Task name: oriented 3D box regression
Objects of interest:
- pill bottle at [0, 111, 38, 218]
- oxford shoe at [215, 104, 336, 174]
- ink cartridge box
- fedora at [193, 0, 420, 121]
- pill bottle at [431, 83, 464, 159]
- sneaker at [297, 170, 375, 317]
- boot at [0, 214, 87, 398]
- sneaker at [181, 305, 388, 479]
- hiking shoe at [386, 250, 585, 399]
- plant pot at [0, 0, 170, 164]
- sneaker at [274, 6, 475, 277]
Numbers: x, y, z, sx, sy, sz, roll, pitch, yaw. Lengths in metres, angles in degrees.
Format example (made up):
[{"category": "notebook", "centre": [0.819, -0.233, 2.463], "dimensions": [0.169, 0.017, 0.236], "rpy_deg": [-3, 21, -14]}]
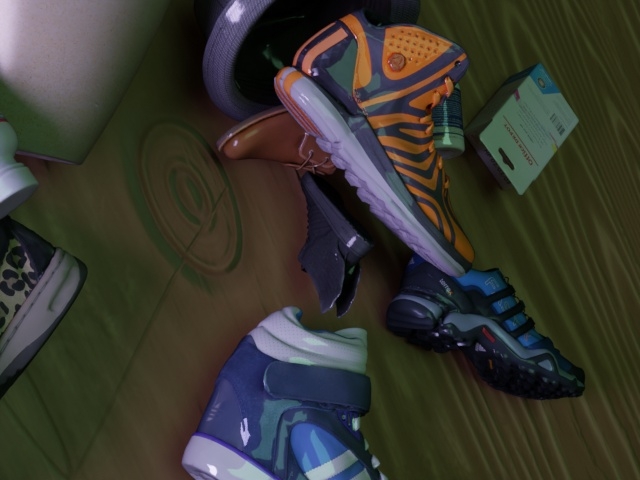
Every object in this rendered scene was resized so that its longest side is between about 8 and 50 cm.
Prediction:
[{"category": "pill bottle", "centre": [-0.298, -0.089, 0.774], "dimensions": [0.087, 0.087, 0.160], "rpy_deg": [-38, 92, -35]}, {"category": "oxford shoe", "centre": [-0.018, -0.108, 1.101], "dimensions": [0.212, 0.076, 0.076], "rpy_deg": [-10, 69, -37]}, {"category": "ink cartridge box", "centre": [0.265, -0.144, 1.329], "dimensions": [0.104, 0.061, 0.181], "rpy_deg": [52, 55, -14]}, {"category": "fedora", "centre": [-0.033, -0.249, 1.076], "dimensions": [0.275, 0.244, 0.124], "rpy_deg": [-9, 53, -47]}, {"category": "pill bottle", "centre": [0.146, -0.167, 1.246], "dimensions": [0.067, 0.067, 0.120], "rpy_deg": [5, 77, -35]}, {"category": "sneaker", "centre": [0.002, 0.001, 1.096], "dimensions": [0.051, 0.089, 0.170], "rpy_deg": [24, 22, -45]}, {"category": "boot", "centre": [-0.377, 0.053, 0.753], "dimensions": [0.284, 0.138, 0.377], "rpy_deg": [47, 43, -16]}, {"category": "sneaker", "centre": [0.032, 0.214, 1.036], "dimensions": [0.323, 0.130, 0.236], "rpy_deg": [39, 64, -16]}, {"category": "hiking shoe", "centre": [0.225, 0.100, 1.212], "dimensions": [0.304, 0.113, 0.132], "rpy_deg": [31, 64, -26]}, {"category": "plant pot", "centre": [-0.252, -0.214, 0.888], "dimensions": [0.256, 0.256, 0.274], "rpy_deg": [11, 90, -33]}, {"category": "sneaker", "centre": [0.111, -0.113, 1.063], "dimensions": [0.180, 0.124, 0.321], "rpy_deg": [-43, 117, -5]}]
